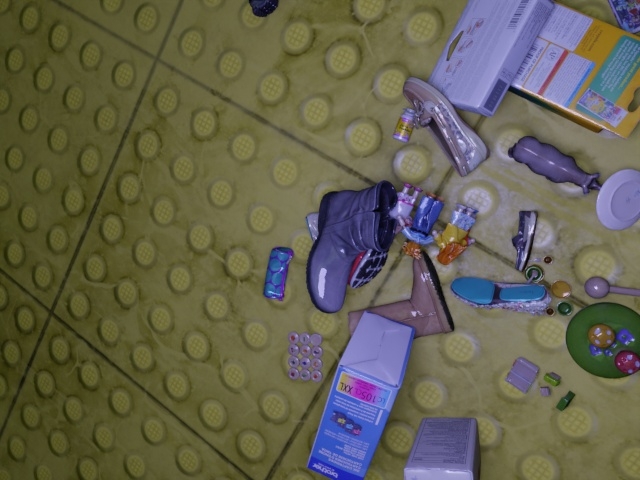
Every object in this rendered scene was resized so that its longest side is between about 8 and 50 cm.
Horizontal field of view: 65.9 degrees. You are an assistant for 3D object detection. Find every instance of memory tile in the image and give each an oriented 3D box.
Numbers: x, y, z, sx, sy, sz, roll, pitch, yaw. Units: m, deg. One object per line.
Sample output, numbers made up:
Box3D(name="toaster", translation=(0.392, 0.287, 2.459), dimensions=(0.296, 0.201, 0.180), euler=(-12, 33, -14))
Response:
Box3D(name="memory tile", translation=(-0.046, 0.346, 1.468), dimensions=(0.113, 0.012, 0.148), euler=(1, 93, 20))

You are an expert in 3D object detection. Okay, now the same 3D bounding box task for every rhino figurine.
Box3D(name="rhino figurine", translation=(0.558, -0.171, 1.160), dimensions=(0.243, 0.106, 0.073), euler=(33, 104, 16))

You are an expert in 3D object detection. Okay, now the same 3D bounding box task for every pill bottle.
Box3D(name="pill bottle", translation=(0.226, -0.306, 1.309), dimensions=(0.043, 0.043, 0.083), euler=(23, 101, 18))

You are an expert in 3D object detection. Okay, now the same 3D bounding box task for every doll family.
Box3D(name="doll family", translation=(0.279, -0.027, 1.227), dimensions=(0.263, 0.118, 0.163), euler=(20, 101, -8))

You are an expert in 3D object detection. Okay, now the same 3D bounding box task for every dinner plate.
Box3D(name="dinner plate", translation=(0.693, -0.091, 1.122), dimensions=(0.141, 0.017, 0.141), euler=(-4, 105, -13))

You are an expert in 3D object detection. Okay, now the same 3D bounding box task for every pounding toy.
Box3D(name="pounding toy", translation=(0.679, 0.216, 1.137), dimensions=(0.183, 0.110, 0.237), euler=(14, 99, 19))

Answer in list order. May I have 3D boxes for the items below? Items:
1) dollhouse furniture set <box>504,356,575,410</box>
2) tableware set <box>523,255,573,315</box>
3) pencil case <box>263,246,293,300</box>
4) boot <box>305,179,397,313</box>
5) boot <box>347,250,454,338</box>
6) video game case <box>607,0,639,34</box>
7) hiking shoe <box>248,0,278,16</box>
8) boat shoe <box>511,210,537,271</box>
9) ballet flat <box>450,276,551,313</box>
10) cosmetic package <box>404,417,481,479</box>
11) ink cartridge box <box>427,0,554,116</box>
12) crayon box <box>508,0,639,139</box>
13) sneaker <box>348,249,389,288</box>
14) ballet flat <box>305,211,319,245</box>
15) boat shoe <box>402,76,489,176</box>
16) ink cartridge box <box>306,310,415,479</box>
Box3D(name="dollhouse furniture set", translation=(0.553, 0.358, 1.240), dimensions=(0.151, 0.058, 0.076), euler=(33, 112, 35))
Box3D(name="tableware set", translation=(0.563, 0.114, 1.220), dimensions=(0.104, 0.024, 0.154), euler=(-10, 89, 21))
Box3D(name="pencil case", translation=(-0.124, 0.096, 1.454), dimensions=(0.070, 0.064, 0.152), euler=(18, 100, 35))
Box3D(name="boot", translation=(0.080, 0.021, 1.235), dimensions=(0.222, 0.118, 0.338), euler=(-2, 83, 51))
Box3D(name="boot", translation=(0.195, 0.177, 1.329), dimensions=(0.269, 0.089, 0.236), euler=(-19, 86, 22))
Box3D(name="video game case", translation=(0.754, -0.587, 1.106), dimensions=(0.201, 0.023, 0.183), euler=(-23, 85, 19))
Box3D(name="hiking shoe", translation=(-0.122, -0.743, 1.390), dimensions=(0.227, 0.086, 0.114), euler=(-30, 86, 20))
Box3D(name="boat shoe", translation=(0.500, 0.000, 1.224), dimensions=(0.049, 0.056, 0.152), euler=(13, 86, 28))
Box3D(name="ballet flat", translation=(0.446, 0.146, 1.233), dimensions=(0.241, 0.077, 0.091), euler=(5, 51, 36))
Box3D(name="cosmetic package", translation=(0.305, 0.547, 1.197), dimensions=(0.153, 0.296, 0.129), euler=(-6, 90, 21))
Box3D(name="ink cartridge box", translation=(0.390, -0.453, 1.193), dimensions=(0.275, 0.060, 0.239), euler=(-63, 28, 13))
Box3D(name="crayon box", translation=(0.604, -0.391, 1.142), dimensions=(0.323, 0.083, 0.203), euler=(34, 105, 16))
Box3D(name="sneaker", translation=(0.125, -0.007, 1.353), dimensions=(0.118, 0.107, 0.279), euler=(25, 99, 36))
Box3D(name="ballet flat", translation=(0.000, 0.000, 1.409), dimensions=(0.052, 0.057, 0.168), euler=(-15, 88, 11))
Box3D(name="boat shoe", translation=(0.297, -0.288, 1.236), dimensions=(0.089, 0.104, 0.285), euler=(-42, 84, 2))
Box3D(name="ink cartridge box", translation=(0.097, 0.418, 1.250), dimensions=(0.151, 0.270, 0.395), euler=(21, 116, 10))
